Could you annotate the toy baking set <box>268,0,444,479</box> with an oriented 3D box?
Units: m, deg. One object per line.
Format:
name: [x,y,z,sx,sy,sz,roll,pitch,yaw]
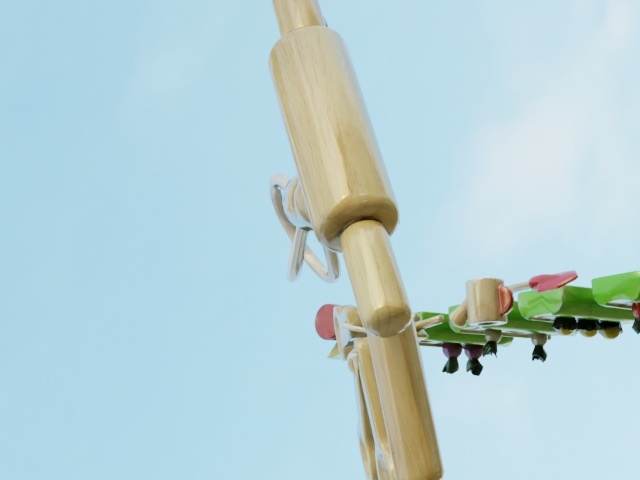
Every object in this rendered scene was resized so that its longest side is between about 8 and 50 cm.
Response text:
toy baking set: [0.000,-0.003,0.685,0.030,0.256,0.197,-10,-32,-7]

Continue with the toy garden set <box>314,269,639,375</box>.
toy garden set: [0.138,0.064,1.285,0.203,0.244,0.049,7,-105,-43]
